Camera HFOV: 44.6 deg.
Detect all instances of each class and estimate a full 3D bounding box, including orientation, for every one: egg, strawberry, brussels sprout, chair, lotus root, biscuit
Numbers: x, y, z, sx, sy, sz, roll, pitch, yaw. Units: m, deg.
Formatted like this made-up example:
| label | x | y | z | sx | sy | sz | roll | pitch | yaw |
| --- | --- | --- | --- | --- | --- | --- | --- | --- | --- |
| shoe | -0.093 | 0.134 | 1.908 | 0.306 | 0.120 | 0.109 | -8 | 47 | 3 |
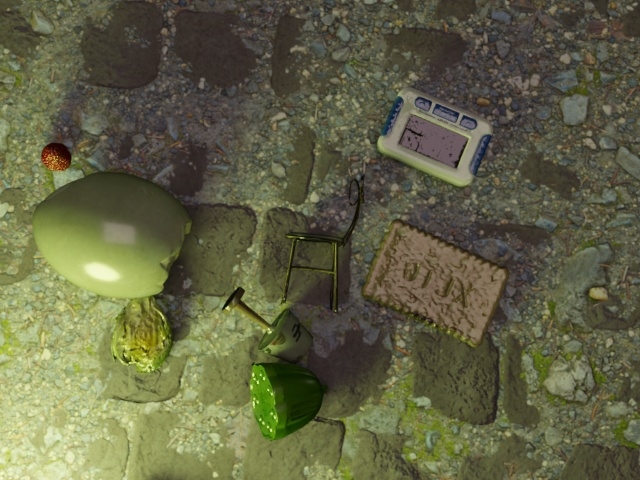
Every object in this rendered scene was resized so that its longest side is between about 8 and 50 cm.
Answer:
| label | x | y | z | sx | sy | sz | roll | pitch | yaw |
| --- | --- | --- | --- | --- | --- | --- | --- | --- | --- |
| egg | -0.471 | -0.018 | 1.748 | 0.336 | 0.278 | 0.278 | 20 | 83 | -2 |
| strawberry | -0.629 | -0.203 | 1.857 | 0.073 | 0.083 | 0.073 | 5 | 72 | -15 |
| brussels sprout | -0.414 | 0.220 | 1.817 | 0.139 | 0.100 | 0.180 | 3 | 82 | -13 |
| chair | 0.000 | 0.000 | 1.840 | 0.170 | 0.160 | 0.325 | 8 | 87 | -4 |
| lotus root | -0.058 | 0.356 | 1.801 | 0.186 | 0.186 | 0.186 | 0 | 84 | -4 |
| biscuit | 0.280 | 0.103 | 1.897 | 0.325 | 0.044 | 0.217 | 23 | 84 | -1 |

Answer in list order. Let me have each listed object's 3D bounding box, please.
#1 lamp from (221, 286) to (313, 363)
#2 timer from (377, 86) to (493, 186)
| label | x | y | z | sx | sy | sz | roll | pitch | yaw |
| --- | --- | --- | --- | --- | --- | --- | --- | --- | --- |
| lamp | -0.123 | 0.197 | 1.820 | 0.215 | 0.121 | 0.121 | 39 | 83 | -11 |
| timer | 0.280 | -0.252 | 1.921 | 0.254 | 0.078 | 0.178 | 24 | 85 | 0 |
